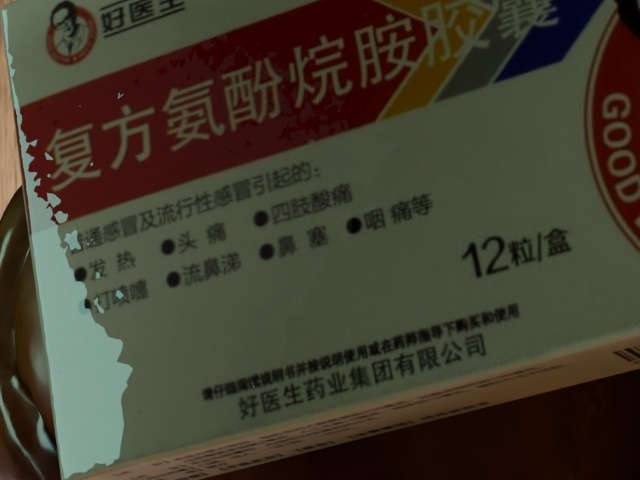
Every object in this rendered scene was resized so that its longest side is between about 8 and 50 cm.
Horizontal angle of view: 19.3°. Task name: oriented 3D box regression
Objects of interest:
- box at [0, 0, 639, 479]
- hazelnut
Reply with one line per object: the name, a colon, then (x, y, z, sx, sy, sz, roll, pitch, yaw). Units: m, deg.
box: (0.044, -0.042, 0.740, 0.069, 0.353, 0.214, 25, -129, -64)
hazelnut: (0.004, 0.073, 0.959, 0.372, 0.315, 0.372, 21, 121, 41)
